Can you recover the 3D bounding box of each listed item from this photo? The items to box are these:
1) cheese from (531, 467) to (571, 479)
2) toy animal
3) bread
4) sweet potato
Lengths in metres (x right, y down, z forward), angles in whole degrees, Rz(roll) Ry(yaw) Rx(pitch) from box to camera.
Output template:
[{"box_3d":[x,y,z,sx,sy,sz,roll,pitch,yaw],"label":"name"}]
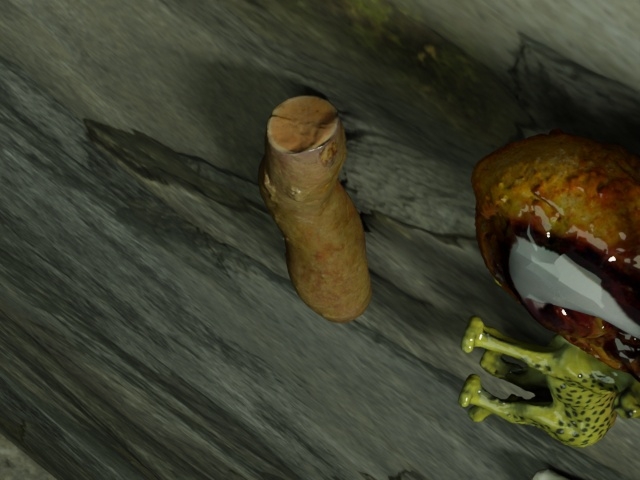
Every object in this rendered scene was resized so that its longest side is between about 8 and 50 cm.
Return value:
[{"box_3d":[0.264,0.319,1.374,0.085,0.034,0.400,21,152,41],"label":"cheese"},{"box_3d":[0.158,0.096,1.065,0.136,0.073,0.181,26,153,15],"label":"toy animal"},{"box_3d":[0.194,0.031,0.860,0.268,0.095,0.139,25,161,0],"label":"bread"},{"box_3d":[0.000,0.000,1.154,0.067,0.059,0.281,40,160,29],"label":"sweet potato"}]
